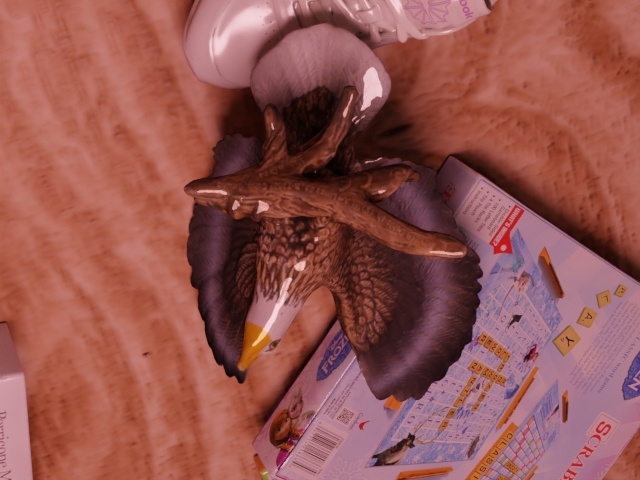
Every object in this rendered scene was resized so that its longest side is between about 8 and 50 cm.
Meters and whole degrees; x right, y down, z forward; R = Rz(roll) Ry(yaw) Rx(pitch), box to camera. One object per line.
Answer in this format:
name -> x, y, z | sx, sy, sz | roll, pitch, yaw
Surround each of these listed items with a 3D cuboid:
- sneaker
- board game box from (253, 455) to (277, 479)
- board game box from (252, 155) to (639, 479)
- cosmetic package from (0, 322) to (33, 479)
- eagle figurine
sneaker -> 0.038, -0.197, 1.006 | 0.305, 0.152, 0.114 | -28, 125, 1
board game box -> 0.032, 0.289, 1.340 | 0.124, 0.039, 0.259 | -23, 119, -6
board game box -> 0.153, 0.133, 1.253 | 0.318, 0.066, 0.319 | 31, 98, -29
cosmetic package -> -0.385, 0.270, 1.151 | 0.284, 0.097, 0.377 | -7, 120, -18
eagle figurine -> -0.008, 0.008, 1.036 | 0.225, 0.226, 0.298 | -33, 161, -3
